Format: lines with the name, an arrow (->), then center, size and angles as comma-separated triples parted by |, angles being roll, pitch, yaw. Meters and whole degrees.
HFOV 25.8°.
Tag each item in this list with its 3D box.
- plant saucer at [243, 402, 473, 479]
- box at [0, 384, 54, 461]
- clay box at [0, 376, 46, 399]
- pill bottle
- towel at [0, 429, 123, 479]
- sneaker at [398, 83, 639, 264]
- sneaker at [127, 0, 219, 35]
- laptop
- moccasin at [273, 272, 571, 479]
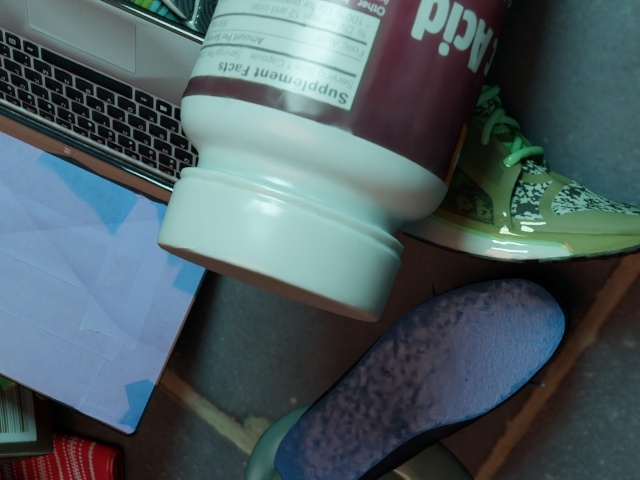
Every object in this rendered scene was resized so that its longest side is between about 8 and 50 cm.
plant saucer -> 0.042, 0.326, 1.510 | 0.317, 0.044, 0.317 | 12, 115, 27
box -> -0.524, 0.224, 1.691 | 0.381, 0.191, 0.143 | -18, 75, 32
clay box -> -0.344, 0.069, 1.578 | 0.053, 0.127, 0.222 | -25, 95, 36
pill bottle -> 0.022, -0.148, 1.116 | 0.224, 0.224, 0.392 | 17, 84, 24
towel -> -0.353, 0.321, 1.746 | 0.275, 0.031, 0.199 | 8, 113, 28
sneaker -> 0.121, -0.091, 1.245 | 0.410, 0.158, 0.182 | 17, 101, 19
sneaker -> -0.169, -0.252, 1.318 | 0.275, 0.107, 0.110 | 35, 144, -27
laptop -> -0.297, -0.056, 1.380 | 0.382, 0.236, 0.408 | 24, 150, 6
moccasin -> 0.096, 0.130, 1.351 | 0.342, 0.117, 0.137 | -33, 81, 25
